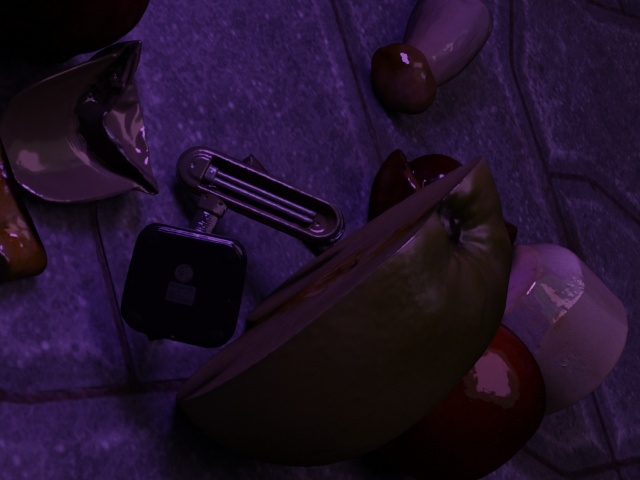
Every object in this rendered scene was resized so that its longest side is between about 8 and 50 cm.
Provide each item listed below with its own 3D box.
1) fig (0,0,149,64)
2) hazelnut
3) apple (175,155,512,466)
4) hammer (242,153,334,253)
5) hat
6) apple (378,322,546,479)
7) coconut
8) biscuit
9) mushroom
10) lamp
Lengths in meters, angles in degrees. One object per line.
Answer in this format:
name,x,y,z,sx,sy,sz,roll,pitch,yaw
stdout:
fig,-0.279,-0.280,1.434,0.235,0.214,0.235,33,21,-14
hazelnut,0.163,-0.033,1.889,0.202,0.160,0.170,8,35,-21
apple,0.032,0.066,1.485,0.312,0.360,0.320,20,51,-40
hammer,0.001,0.000,1.785,0.297,0.027,0.125,44,40,-26
hat,-0.259,-0.123,1.492,0.173,0.144,0.166,-8,106,-18
apple,0.154,0.183,1.706,0.201,0.218,0.218,54,35,-14
coconut,0.296,0.125,1.939,0.241,0.241,0.241,31,46,-39
biscuit,-0.349,-0.039,1.335,0.183,0.039,0.174,-11,80,-55
mushroom,0.177,-0.304,2.132,0.128,0.128,0.350,55,40,-14
lamp,-0.085,0.018,1.511,0.203,0.124,0.283,13,23,1
